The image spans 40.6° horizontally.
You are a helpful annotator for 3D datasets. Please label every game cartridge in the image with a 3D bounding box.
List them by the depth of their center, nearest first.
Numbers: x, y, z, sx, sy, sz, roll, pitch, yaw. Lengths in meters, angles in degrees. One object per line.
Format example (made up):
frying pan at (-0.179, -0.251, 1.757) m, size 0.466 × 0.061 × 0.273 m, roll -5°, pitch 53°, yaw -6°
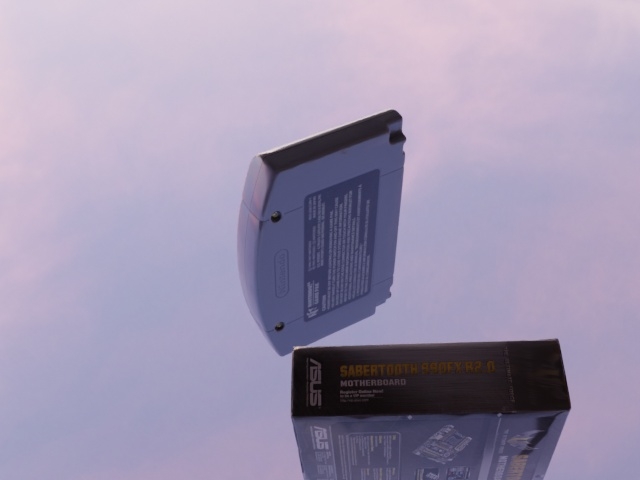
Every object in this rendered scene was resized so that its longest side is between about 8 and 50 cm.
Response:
game cartridge at (0.000, 0.000, 1.003) m, size 0.198 × 0.297 × 0.062 m, roll -19°, pitch -134°, yaw -21°

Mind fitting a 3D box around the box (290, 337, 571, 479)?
box at (0.077, 0.156, 0.657) m, size 0.183 × 0.231 × 0.056 m, roll -3°, pitch -127°, yaw 3°
